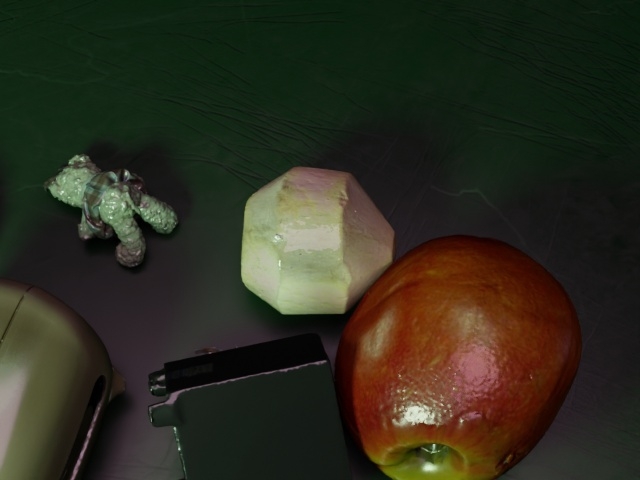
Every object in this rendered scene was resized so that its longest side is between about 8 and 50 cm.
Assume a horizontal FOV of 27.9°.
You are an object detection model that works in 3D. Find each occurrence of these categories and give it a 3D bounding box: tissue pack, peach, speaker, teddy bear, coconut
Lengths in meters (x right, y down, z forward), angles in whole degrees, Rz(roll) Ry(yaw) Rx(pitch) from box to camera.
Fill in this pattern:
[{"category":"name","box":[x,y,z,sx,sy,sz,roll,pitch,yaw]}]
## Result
[{"category":"tissue pack","box":[-0.445,0.254,1.759,0.277,0.267,0.387,14,69,7]},{"category":"peach","box":[0.191,0.163,1.805,0.290,0.372,0.372,33,70,-21]},{"category":"speaker","box":[-0.095,0.276,1.778,0.254,0.184,0.232,-12,99,-5]},{"category":"teddy bear","box":[-0.329,-0.061,1.959,0.213,0.111,0.133,35,69,8]},{"category":"coconut","box":[0.000,0.000,1.904,0.237,0.197,0.237,-1,65,3]}]

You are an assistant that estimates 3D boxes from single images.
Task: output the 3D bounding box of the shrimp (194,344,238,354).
[{"category":"shrimp","box":[-0.126,0.198,1.898,0.190,0.075,0.073,9,103,11]}]
